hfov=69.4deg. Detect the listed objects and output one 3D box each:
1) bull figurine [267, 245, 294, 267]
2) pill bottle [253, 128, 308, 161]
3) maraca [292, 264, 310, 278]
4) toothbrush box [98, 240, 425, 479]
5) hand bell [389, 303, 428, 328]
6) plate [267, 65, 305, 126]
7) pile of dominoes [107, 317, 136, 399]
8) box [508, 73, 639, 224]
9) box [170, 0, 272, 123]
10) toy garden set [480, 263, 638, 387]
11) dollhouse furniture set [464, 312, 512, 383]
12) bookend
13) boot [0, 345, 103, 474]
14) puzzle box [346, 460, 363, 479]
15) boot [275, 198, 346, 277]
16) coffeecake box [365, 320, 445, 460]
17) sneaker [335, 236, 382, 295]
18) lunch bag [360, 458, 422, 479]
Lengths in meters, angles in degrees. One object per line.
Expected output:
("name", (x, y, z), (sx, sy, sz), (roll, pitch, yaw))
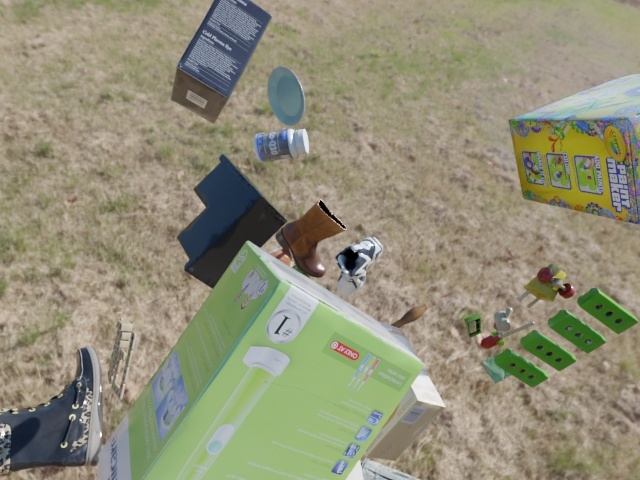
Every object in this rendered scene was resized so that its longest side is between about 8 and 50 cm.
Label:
("bull figurine", (-0.198, 0.115, 1.993), (0.310, 0.189, 0.101), (-22, 25, -15))
("pill bottle", (-0.104, -0.258, 1.247), (0.137, 0.078, 0.078), (-7, 35, 10))
("maraca", (-0.090, 0.189, 1.889), (0.099, 0.186, 0.127), (-10, 24, -24))
("toothbrush box", (-0.062, 0.179, 0.487), (0.206, 0.283, 0.122), (33, 0, -30))
("hand bell", (0.241, 0.274, 1.486), (0.242, 0.126, 0.126), (-33, 49, -3))
("plate", (-0.106, -0.463, 1.489), (0.024, 0.188, 0.188), (-26, 52, -36))
("pile of dominoes", (-0.730, 0.414, 1.655), (0.040, 0.251, 0.195), (14, -3, -39))
("box", (0.564, -0.185, 0.842), (0.289, 0.177, 0.279), (-21, 18, -8))
("box", (-0.341, -0.603, 1.547), (0.178, 0.313, 0.343), (27, -9, -19))
("toy garden set", (0.429, 0.161, 0.894), (0.203, 0.244, 0.049), (33, 32, -14))
("dollhouse furniture set", (0.388, 0.238, 1.050), (0.076, 0.059, 0.152), (-22, 38, -4))
("bookend", (-0.160, -0.033, 0.735), (0.157, 0.072, 0.156), (-45, 47, -1))
("boot", (-0.800, 0.492, 1.358), (0.284, 0.138, 0.378), (1, 51, -29))
("puzzle box", (0.015, 0.742, 1.200), (0.272, 0.409, 0.052), (-20, 16, -38))
("boot", (0.000, 0.000, 1.757), (0.264, 0.280, 0.096), (52, 39, -8))
("coffeecake box", (0.115, 0.260, 0.819), (0.068, 0.142, 0.185), (23, 22, -28))
("sneaker", (0.086, 0.092, 1.466), (0.153, 0.235, 0.094), (-7, 53, -47))
("lunch bag", (0.264, 0.951, 1.670), (0.304, 0.256, 0.212), (14, 22, 21))
